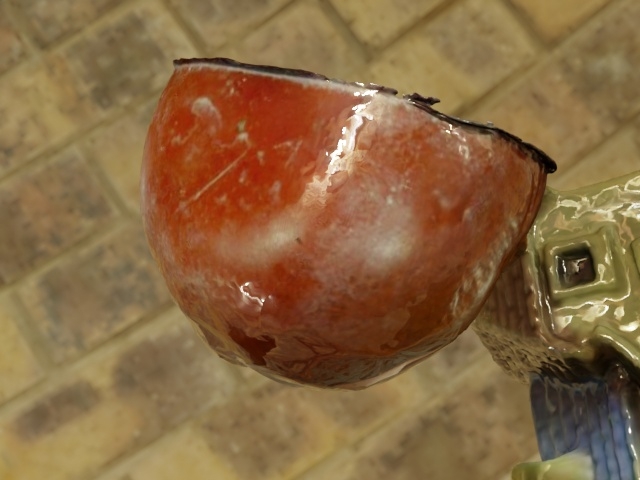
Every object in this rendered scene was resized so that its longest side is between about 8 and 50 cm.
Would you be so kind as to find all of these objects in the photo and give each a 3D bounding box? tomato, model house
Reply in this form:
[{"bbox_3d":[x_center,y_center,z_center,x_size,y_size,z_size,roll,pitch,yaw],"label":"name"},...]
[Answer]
[{"bbox_3d":[0.000,0.000,0.888,0.181,0.214,0.155,29,-102,-46],"label":"tomato"},{"bbox_3d":[0.248,0.091,1.192,0.266,0.321,0.261,-16,-29,13],"label":"model house"}]
